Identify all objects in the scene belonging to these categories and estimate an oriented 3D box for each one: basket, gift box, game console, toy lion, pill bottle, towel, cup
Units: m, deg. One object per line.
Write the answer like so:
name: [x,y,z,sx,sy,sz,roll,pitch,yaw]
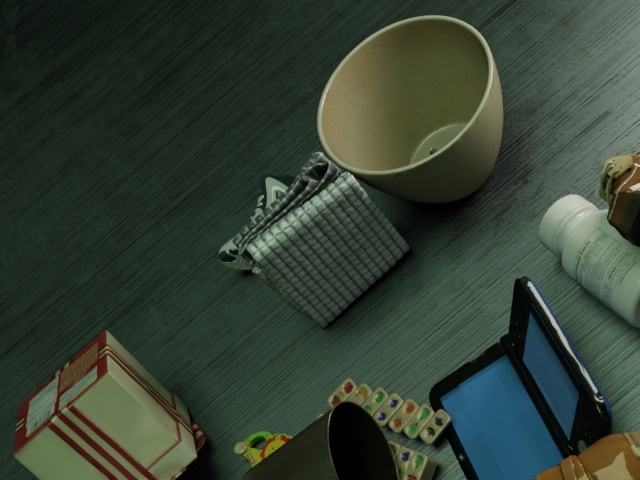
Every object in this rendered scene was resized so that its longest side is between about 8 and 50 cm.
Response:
basket: [-0.010,0.388,1.905,0.227,0.154,0.204,-29,73,35]
gift box: [-0.373,0.358,2.083,0.255,0.258,0.276,-40,20,7]
game console: [0.294,0.249,1.826,0.173,0.250,0.293,-16,49,-11]
toy lion: [-0.089,0.369,2.075,0.096,0.034,0.100,-39,47,-5]
pill bottle: [0.458,0.026,1.886,0.131,0.131,0.229,-45,48,-1]
towel: [0.000,0.000,2.087,0.235,0.284,0.121,-40,50,3]
cup: [0.193,-0.199,2.128,0.331,0.237,0.331,-16,54,23]

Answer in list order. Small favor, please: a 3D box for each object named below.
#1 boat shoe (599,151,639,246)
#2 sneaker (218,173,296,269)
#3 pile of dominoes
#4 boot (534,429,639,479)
boat shoe: [0.485,-0.072,1.830,0.120,0.324,0.123,23,108,23]
sneaker: [-0.104,-0.050,2.314,0.235,0.094,0.153,-33,47,10]
pile of dominoes: [0.077,0.337,1.965,0.251,0.040,0.196,16,79,37]
boot: [0.433,0.405,1.626,0.220,0.109,0.283,-22,73,8]
